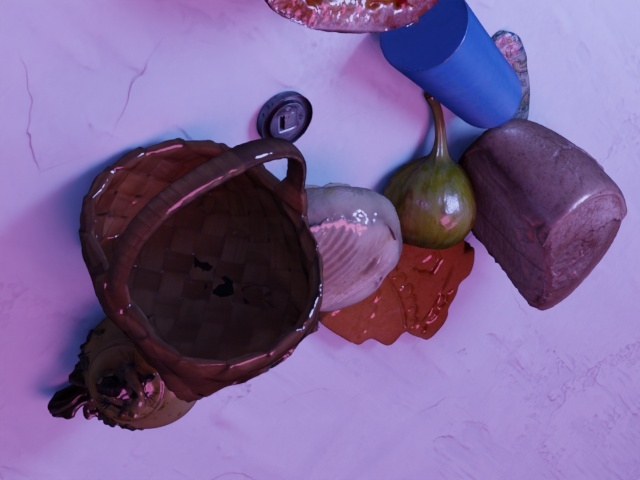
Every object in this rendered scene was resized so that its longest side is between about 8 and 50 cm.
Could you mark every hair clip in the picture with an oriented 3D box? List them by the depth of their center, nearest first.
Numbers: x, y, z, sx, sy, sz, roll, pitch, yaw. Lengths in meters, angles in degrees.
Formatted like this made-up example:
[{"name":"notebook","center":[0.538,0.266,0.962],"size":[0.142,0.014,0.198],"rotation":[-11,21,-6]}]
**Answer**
[{"name":"hair clip","center":[0.294,-0.229,2.148],"size":[0.066,0.036,0.229],"rotation":[-30,140,-9]}]

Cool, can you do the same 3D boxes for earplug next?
[{"name":"earplug","center":[0.203,-0.243,1.987],"size":[0.132,0.132,0.273],"rotation":[-49,145,5]}]

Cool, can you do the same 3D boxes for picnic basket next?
[{"name":"picnic basket","center":[-0.140,-0.006,1.699],"size":[0.293,0.337,0.337],"rotation":[-29,139,-23]}]

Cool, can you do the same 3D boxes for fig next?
[{"name":"fig","center":[0.168,-0.108,2.103],"size":[0.149,0.149,0.245],"rotation":[-8,109,-38]}]

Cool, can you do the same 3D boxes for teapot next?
[{"name":"teapot","center":[-0.261,0.185,1.892],"size":[0.269,0.173,0.182],"rotation":[-22,-174,14]}]

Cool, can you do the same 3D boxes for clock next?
[{"name":"clock","center":[-0.049,-0.166,1.908],"size":[0.085,0.017,0.085],"rotation":[-24,137,-24]}]

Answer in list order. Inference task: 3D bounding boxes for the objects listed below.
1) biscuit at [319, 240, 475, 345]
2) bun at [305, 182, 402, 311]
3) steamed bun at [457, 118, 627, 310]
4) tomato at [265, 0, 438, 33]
[{"name":"biscuit","center":[0.127,0.081,2.266],"size":[0.306,0.043,0.284],"rotation":[-22,136,-27]},{"name":"bun","center":[0.000,0.000,1.996],"size":[0.239,0.141,0.239],"rotation":[-11,145,-8]},{"name":"steamed bun","center":[0.352,-0.060,2.173],"size":[0.199,0.251,0.301],"rotation":[-30,151,-13]},{"name":"tomato","center":[0.036,-0.414,1.665],"size":[0.338,0.144,0.338],"rotation":[-22,132,-27]}]
